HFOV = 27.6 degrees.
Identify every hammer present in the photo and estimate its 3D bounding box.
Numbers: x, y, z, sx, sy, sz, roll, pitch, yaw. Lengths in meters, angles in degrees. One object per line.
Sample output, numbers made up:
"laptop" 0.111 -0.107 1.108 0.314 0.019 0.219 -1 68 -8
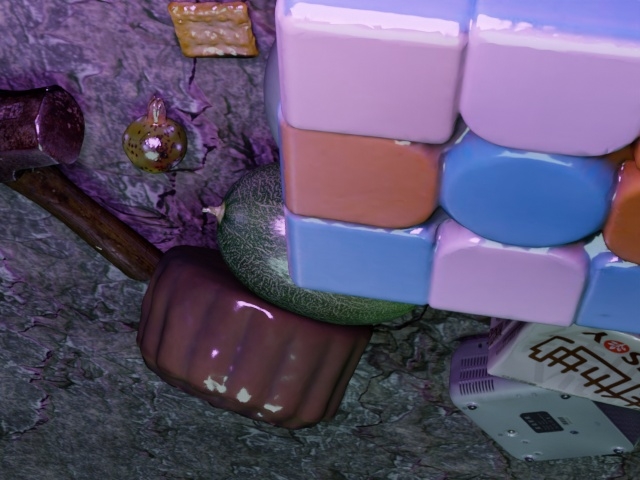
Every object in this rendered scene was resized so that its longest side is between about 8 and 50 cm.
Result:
"hammer" -0.320 -0.054 1.610 0.242 0.095 0.409 -8 151 26

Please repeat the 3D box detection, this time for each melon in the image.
"melon" 0.000 0.000 1.508 0.288 0.182 0.182 19 148 -19

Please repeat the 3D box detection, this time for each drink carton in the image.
"drink carton" 0.400 0.121 1.668 0.325 0.132 0.194 14 148 -8

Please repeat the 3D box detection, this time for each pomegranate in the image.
"pomegranate" -0.182 -0.116 1.471 0.073 0.073 0.084 23 131 -24

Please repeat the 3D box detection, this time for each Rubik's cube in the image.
"Rubik's cube" 0.163 -0.164 0.944 0.344 0.347 0.346 7 149 4

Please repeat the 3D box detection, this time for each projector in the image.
"projector" 0.327 0.229 1.888 0.198 0.108 0.250 -11 145 31

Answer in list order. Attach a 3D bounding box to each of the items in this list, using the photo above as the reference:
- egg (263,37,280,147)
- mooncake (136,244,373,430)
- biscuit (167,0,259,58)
"egg" 0.028 -0.146 1.263 0.168 0.168 0.231 5 150 6
"mooncake" -0.091 0.123 1.645 0.290 0.161 0.290 20 -173 -3
"biscuit" -0.108 -0.215 1.328 0.083 0.018 0.081 1 149 11
